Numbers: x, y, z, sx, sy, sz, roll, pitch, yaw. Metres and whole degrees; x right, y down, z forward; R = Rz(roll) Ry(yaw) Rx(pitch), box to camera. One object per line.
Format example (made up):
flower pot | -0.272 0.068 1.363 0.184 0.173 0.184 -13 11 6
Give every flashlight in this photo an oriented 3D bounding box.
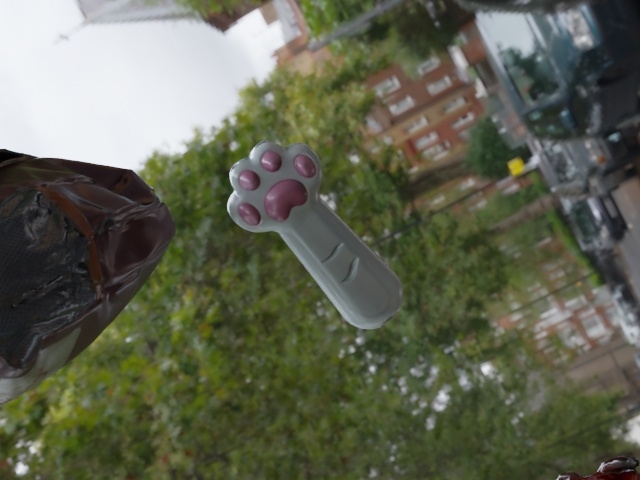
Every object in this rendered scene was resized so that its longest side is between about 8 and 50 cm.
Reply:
flashlight | 0.000 0.000 0.928 0.200 0.093 0.047 50 180 -14

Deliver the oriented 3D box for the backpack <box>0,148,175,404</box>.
backpack | -0.271 0.021 0.893 0.197 0.283 0.317 64 -148 -13

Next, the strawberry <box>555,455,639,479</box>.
strawberry | 0.265 0.316 0.993 0.253 0.280 0.150 59 -162 -55
